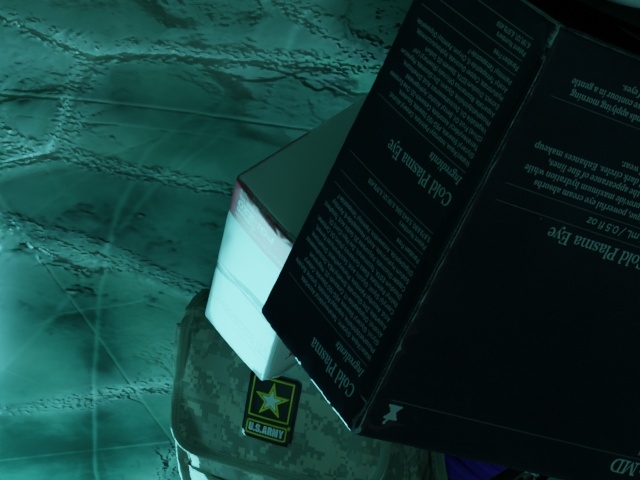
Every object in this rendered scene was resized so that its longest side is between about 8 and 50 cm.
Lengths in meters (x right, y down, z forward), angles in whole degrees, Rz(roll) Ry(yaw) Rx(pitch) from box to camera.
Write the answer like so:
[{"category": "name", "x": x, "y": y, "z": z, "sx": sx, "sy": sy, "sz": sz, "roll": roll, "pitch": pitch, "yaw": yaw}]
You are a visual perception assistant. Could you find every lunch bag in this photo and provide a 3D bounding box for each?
[{"category": "lunch bag", "x": -0.012, "y": 0.185, "z": 1.651, "sx": 0.235, "sy": 0.169, "sz": 0.287, "roll": 12, "pitch": 133, "yaw": 24}]

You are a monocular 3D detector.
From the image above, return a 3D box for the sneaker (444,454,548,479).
[{"category": "sneaker", "x": 0.201, "y": 0.212, "z": 1.724, "sx": 0.293, "sy": 0.146, "sz": 0.102, "roll": -11, "pitch": 179, "yaw": 43}]

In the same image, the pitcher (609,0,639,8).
[{"category": "pitcher", "x": 0.185, "y": -0.241, "z": 1.113, "sx": 0.207, "sy": 0.125, "sz": 0.178, "roll": 12, "pitch": 135, "yaw": 1}]

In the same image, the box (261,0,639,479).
[{"category": "box", "x": 0.187, "y": -0.001, "z": 1.275, "sx": 0.343, "sy": 0.179, "sz": 0.312, "roll": 17, "pitch": 107, "yaw": -32}]

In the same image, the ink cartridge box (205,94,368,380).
[{"category": "ink cartridge box", "x": 0.000, "y": 0.000, "z": 1.429, "sx": 0.158, "sy": 0.092, "sz": 0.218, "roll": -33, "pitch": 158, "yaw": -28}]
